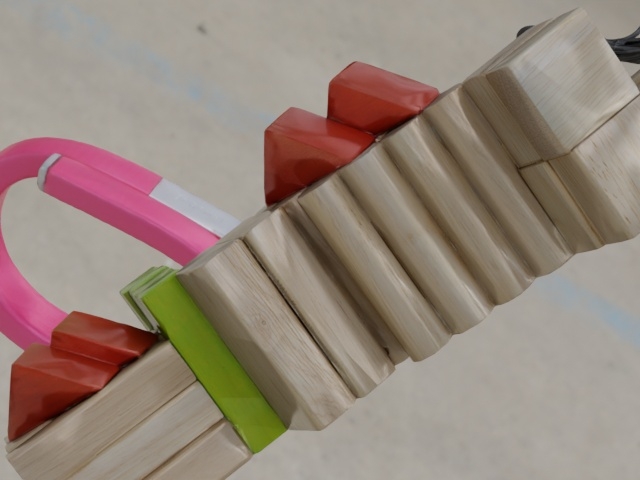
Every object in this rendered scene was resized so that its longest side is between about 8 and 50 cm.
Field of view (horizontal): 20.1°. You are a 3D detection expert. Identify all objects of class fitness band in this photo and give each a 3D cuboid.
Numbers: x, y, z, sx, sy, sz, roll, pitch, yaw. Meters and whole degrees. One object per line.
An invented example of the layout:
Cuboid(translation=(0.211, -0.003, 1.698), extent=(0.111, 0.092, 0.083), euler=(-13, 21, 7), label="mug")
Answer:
Cuboid(translation=(-0.157, 0.038, 1.416), extent=(0.291, 0.209, 0.054), euler=(28, 41, 9), label="fitness band")

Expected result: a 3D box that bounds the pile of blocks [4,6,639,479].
Cuboid(translation=(0.000, 0.000, 0.768), extent=(0.112, 0.362, 0.149), euler=(55, 13, -8), label="pile of blocks")

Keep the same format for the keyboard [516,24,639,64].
Cuboid(translation=(0.266, -0.222, 1.447), extent=(0.033, 0.317, 0.201), euler=(40, 56, -60), label="keyboard")
